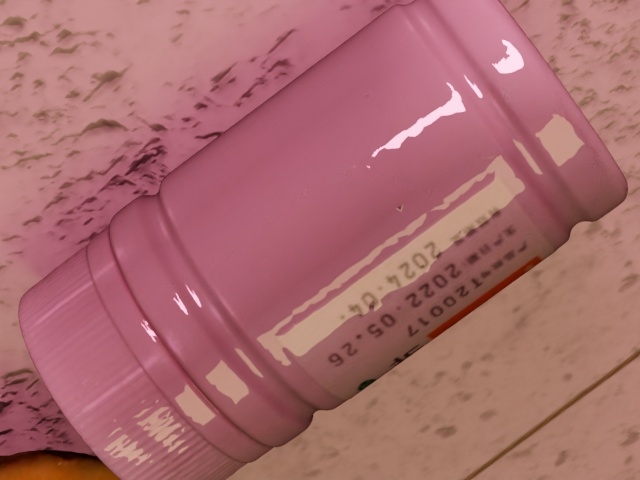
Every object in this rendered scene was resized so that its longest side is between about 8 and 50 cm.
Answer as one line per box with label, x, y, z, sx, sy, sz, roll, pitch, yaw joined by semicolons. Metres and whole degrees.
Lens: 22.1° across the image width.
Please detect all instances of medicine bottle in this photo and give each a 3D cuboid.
medicine bottle;0.000;0.000;0.727;0.249;0.133;0.133;-36;139;6

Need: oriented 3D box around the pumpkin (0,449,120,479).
pumpkin;-0.212;0.173;0.808;0.312;0.169;0.148;-21;108;-31
